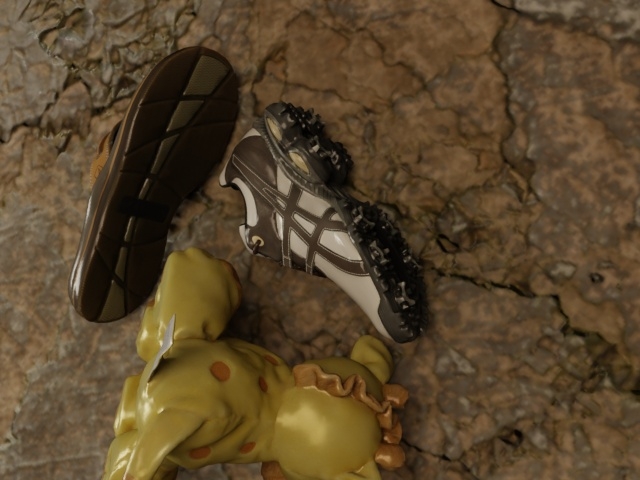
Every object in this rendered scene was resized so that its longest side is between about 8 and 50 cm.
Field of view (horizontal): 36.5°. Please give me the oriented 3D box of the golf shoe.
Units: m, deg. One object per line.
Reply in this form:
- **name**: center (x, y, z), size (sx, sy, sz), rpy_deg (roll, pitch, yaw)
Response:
- **golf shoe**: center (0.000, 0.000, 0.678), size (0.094, 0.077, 0.198), rpy_deg (-40, 65, 18)

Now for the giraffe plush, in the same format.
- **giraffe plush**: center (-0.035, 0.107, 0.631), size (0.170, 0.210, 0.181), rpy_deg (17, 73, -14)

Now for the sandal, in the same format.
- **sandal**: center (-0.135, -0.046, 0.726), size (0.060, 0.090, 0.219), rpy_deg (27, 96, 41)
